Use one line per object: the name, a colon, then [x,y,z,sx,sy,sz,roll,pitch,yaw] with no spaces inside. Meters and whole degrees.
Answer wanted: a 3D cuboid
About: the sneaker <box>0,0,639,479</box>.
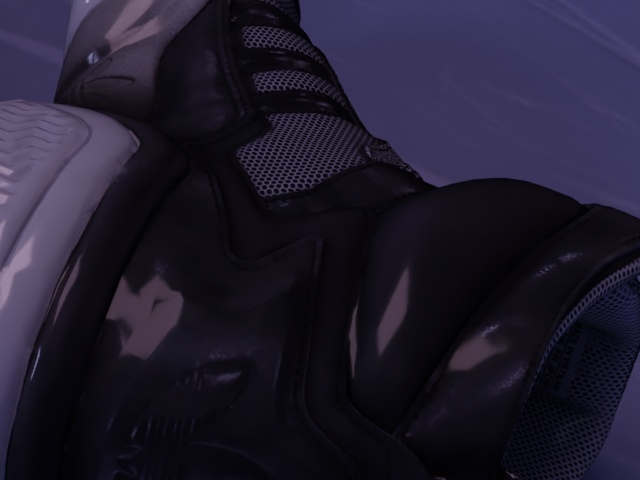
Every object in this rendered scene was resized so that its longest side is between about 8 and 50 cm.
sneaker: [0.000,0.000,0.473,0.153,0.101,0.268,17,25,0]
